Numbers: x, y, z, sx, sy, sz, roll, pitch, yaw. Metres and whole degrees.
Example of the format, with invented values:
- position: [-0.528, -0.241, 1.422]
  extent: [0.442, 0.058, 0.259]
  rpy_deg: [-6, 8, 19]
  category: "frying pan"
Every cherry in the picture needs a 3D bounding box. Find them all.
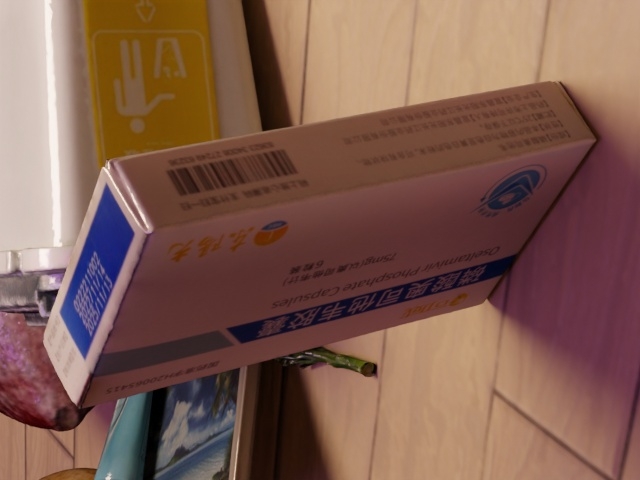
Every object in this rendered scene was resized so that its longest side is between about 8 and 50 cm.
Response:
- position: [-0.312, 0.075, 1.793]
  extent: [0.300, 0.203, 0.230]
  rpy_deg: [60, 141, 25]
  category: "cherry"

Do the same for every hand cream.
- position: [-0.188, 0.169, 1.692]
  extent: [0.083, 0.048, 0.224]
  rpy_deg: [-45, 31, 51]
  category: "hand cream"

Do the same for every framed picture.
- position: [-0.130, 0.189, 1.617]
  extent: [0.315, 0.024, 0.232]
  rpy_deg: [-39, 40, 56]
  category: "framed picture"

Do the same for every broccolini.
- position: [0.002, 0.106, 1.473]
  extent: [0.140, 0.030, 0.035]
  rpy_deg: [12, 120, 52]
  category: "broccolini"

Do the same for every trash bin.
- position: [-0.187, -0.112, 1.503]
  extent: [0.296, 0.255, 0.368]
  rpy_deg: [-6, 89, 63]
  category: "trash bin"

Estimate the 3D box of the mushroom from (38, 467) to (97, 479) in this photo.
- position: [-0.257, 0.382, 1.825]
  extent: [0.263, 0.195, 0.283]
  rpy_deg: [59, 152, -8]
  category: "mushroom"

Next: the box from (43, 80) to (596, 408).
- position: [0.000, 0.000, 1.125]
  extent: [0.065, 0.343, 0.200]
  rpy_deg: [60, 145, 26]
  category: "box"
